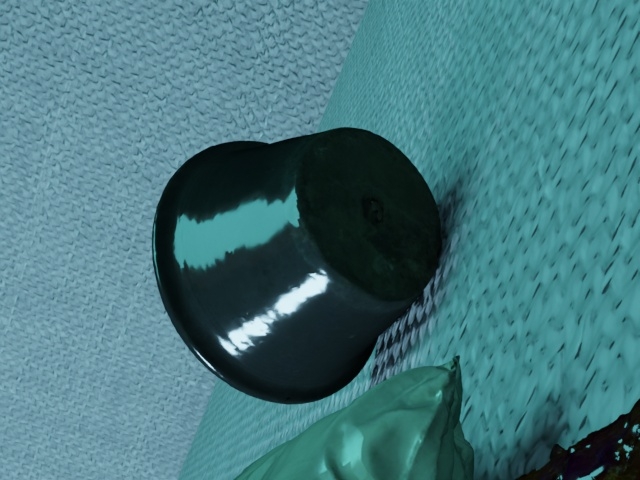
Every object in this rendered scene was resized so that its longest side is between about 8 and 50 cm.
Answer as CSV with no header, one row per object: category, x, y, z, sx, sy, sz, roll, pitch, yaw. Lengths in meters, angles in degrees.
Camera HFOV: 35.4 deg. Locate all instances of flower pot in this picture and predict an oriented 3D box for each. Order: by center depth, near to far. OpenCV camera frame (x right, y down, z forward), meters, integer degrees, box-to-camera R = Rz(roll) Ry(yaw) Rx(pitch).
flower pot,0.000,0.000,0.807,0.148,0.235,0.235,-31,36,47

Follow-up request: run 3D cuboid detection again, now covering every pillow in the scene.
pillow,-0.026,0.219,0.505,0.310,0.138,0.283,-62,-1,-31

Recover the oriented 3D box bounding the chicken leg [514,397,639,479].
chicken leg,0.098,0.098,0.376,0.093,0.053,0.205,-58,2,-37
